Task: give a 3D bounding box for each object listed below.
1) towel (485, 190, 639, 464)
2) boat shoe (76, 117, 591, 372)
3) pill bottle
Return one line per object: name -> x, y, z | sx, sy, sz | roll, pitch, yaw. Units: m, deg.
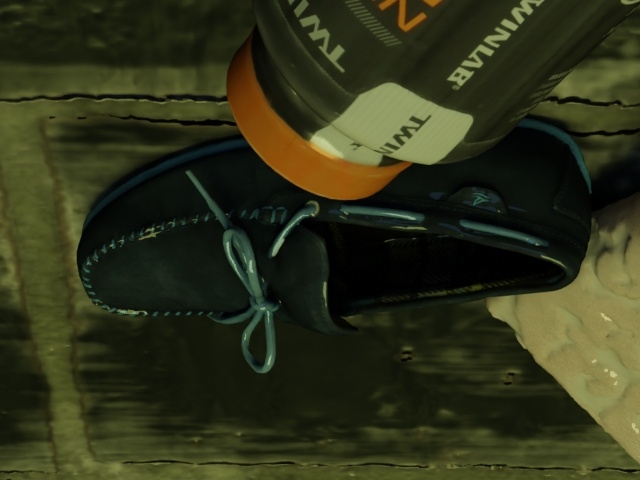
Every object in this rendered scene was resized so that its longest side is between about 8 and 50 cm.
towel -> 0.275, 0.080, 0.857 | 0.317, 0.053, 0.332 | 46, 144, -9
boat shoe -> 0.000, 0.000, 0.885 | 0.258, 0.089, 0.109 | -14, 139, 16
pill bottle -> 0.059, -0.116, 0.709 | 0.130, 0.130, 0.245 | 21, 136, -24
